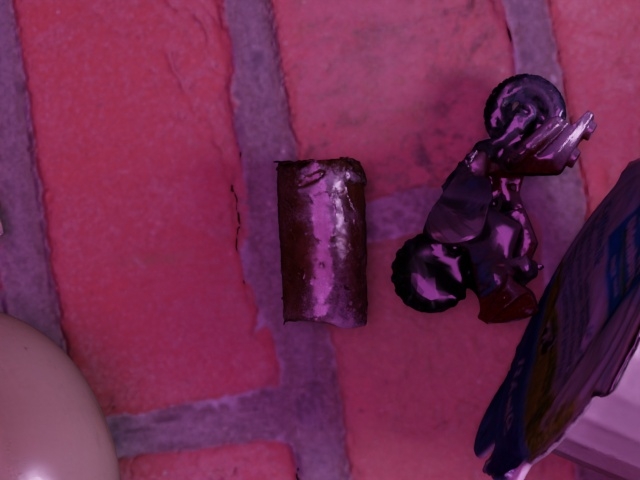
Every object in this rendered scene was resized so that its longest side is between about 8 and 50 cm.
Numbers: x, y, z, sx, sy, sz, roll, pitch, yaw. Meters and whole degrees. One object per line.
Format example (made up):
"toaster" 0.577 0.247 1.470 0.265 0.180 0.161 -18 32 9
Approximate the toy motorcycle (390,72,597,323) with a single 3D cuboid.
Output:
"toy motorcycle" 0.149 -0.024 0.899 0.122 0.082 0.213 30 95 11

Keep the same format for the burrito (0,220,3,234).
"burrito" -0.360 -0.054 1.012 0.188 0.045 0.058 35 101 8

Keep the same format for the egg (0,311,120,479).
"egg" -0.278 0.176 0.901 0.219 0.219 0.269 -36 67 7

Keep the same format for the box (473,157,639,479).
"box" 0.262 0.112 0.817 0.206 0.262 0.291 26 127 0

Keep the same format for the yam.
"yam" 0.001 0.000 0.928 0.079 0.079 0.141 -1 90 10
